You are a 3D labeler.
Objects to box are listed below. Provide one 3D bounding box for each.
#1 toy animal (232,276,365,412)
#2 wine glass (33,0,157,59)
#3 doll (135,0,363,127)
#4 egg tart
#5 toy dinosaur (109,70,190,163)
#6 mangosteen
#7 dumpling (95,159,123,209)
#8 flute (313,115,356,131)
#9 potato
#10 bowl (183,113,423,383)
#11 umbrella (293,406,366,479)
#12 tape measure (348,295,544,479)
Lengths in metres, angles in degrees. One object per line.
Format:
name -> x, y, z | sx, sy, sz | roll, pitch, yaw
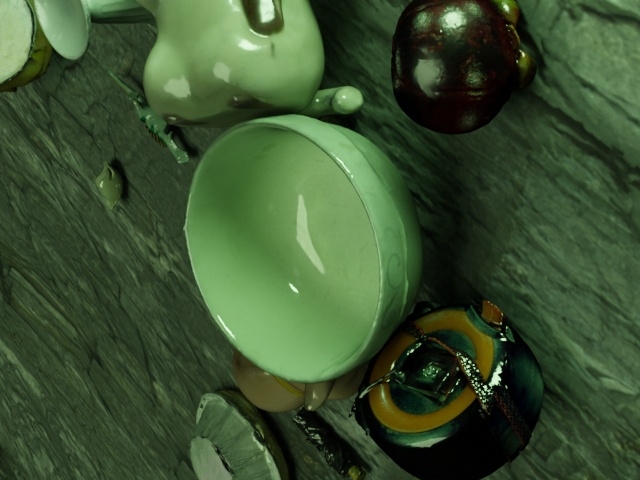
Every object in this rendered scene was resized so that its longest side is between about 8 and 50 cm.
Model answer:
toy animal -> -0.030, 0.151, 1.574 | 0.248, 0.149, 0.165 | -36, 75, 58
wine glass -> -0.260, -0.321, 1.535 | 0.165, 0.196, 0.165 | 29, 132, 37
doll -> -0.114, -0.289, 1.338 | 0.215, 0.226, 0.370 | -9, 104, 52
egg tart -> -0.144, 0.356, 1.884 | 0.234, 0.094, 0.234 | 32, 136, 38
toy dinosaur -> -0.254, -0.183, 1.746 | 0.187, 0.044, 0.106 | 25, 144, 40
mangosteen -> 0.143, -0.181, 1.167 | 0.152, 0.152, 0.153 | 29, 132, 39
dumpling -> -0.348, -0.095, 1.915 | 0.059, 0.043, 0.077 | 33, 153, 59
flute -> -0.041, -0.162, 1.496 | 0.233, 0.027, 0.027 | 16, 123, 46
potato -> -0.548, -0.358, 1.901 | 0.299, 0.196, 0.247 | 5, 103, 20
bowl -> 0.000, 0.000, 1.355 | 0.307, 0.163, 0.307 | 16, 114, 41
umbrella -> 0.012, 0.300, 1.698 | 0.144, 0.037, 0.040 | 42, 126, 32
tape measure -> 0.142, 0.168, 1.312 | 0.223, 0.202, 0.135 | 11, 151, 52
